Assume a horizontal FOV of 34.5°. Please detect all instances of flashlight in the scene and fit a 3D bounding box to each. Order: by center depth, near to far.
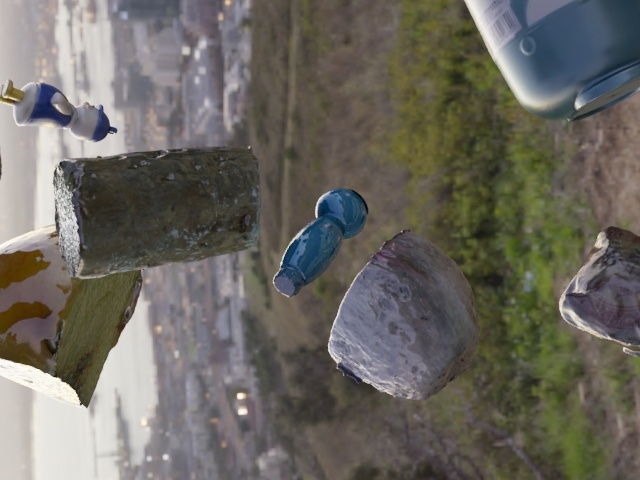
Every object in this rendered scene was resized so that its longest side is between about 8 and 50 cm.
[{"bbox_3d":[0.000,0.000,0.944,0.129,0.051,0.051,-52,-11,-40],"label":"flashlight"}]

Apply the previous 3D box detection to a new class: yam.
[{"bbox_3d":[-0.137,-0.030,0.929,0.107,0.194,0.107,29,123,58],"label":"yam"}]

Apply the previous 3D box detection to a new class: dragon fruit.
[{"bbox_3d":[0.177,0.132,1.828,0.221,0.283,0.204,37,135,21],"label":"dragon fruit"}]

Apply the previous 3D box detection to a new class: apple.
[{"bbox_3d":[-0.301,0.088,1.153,0.346,0.254,0.179,103,147,-73],"label":"apple"}]

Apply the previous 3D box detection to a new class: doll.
[{"bbox_3d":[-0.302,-0.148,1.195,0.098,0.142,0.058,-14,63,57],"label":"doll"}]

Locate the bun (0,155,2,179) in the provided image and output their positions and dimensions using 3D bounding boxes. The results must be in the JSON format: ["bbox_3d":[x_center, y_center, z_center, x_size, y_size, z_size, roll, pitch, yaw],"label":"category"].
[{"bbox_3d":[-0.457,-0.087,0.986,0.175,0.263,0.263,-53,-12,-42],"label":"bun"}]

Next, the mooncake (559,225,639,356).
[{"bbox_3d":[0.325,0.053,1.073,0.129,0.125,0.073,22,147,34],"label":"mooncake"}]

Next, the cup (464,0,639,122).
[{"bbox_3d":[0.297,-0.283,1.251,0.289,0.219,0.258,16,-131,-83],"label":"cup"}]
